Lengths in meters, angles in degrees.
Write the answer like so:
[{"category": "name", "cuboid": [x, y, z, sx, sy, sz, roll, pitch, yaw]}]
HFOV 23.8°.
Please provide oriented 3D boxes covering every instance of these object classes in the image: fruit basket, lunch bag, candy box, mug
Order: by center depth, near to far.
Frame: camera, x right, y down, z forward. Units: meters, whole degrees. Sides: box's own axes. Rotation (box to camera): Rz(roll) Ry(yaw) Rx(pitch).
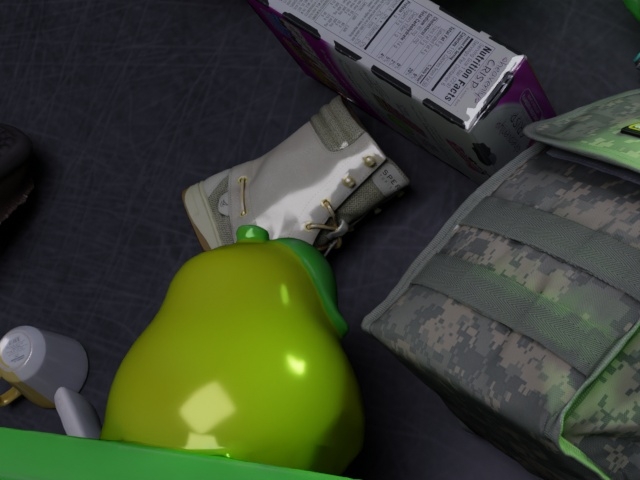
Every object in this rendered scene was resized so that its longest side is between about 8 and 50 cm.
[{"category": "lunch bag", "cuboid": [0.208, 0.019, 0.974, 0.287, 0.169, 0.235, -48, 30, -8]}, {"category": "fruit basket", "cuboid": [-0.069, 0.193, 1.020, 0.392, 0.283, 0.392, -11, 40, 9]}, {"category": "candy box", "cuboid": [0.064, -0.131, 1.136, 0.233, 0.159, 0.071, 36, 86, 28]}, {"category": "mug", "cuboid": [-0.235, 0.105, 1.231, 0.062, 0.064, 0.078, 22, 80, 29]}]

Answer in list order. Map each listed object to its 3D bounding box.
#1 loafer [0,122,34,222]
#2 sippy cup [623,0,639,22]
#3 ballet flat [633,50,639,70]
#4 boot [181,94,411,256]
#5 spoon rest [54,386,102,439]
[{"category": "loafer", "cuboid": [-0.384, 0.040, 1.298, 0.366, 0.130, 0.134, -43, 44, -16]}, {"category": "sippy cup", "cuboid": [0.309, -0.272, 1.022, 0.240, 0.224, 0.305, -11, 53, 7]}, {"category": "ballet flat", "cuboid": [0.278, -0.168, 1.137, 0.041, 0.041, 0.114, 29, 83, 31]}, {"category": "boot", "cuboid": [0.000, 0.000, 1.164, 0.165, 0.077, 0.213, -33, 57, 6]}, {"category": "spoon rest", "cuboid": [-0.259, 0.224, 1.195, 0.276, 0.084, 0.137, -41, 56, 19]}]
